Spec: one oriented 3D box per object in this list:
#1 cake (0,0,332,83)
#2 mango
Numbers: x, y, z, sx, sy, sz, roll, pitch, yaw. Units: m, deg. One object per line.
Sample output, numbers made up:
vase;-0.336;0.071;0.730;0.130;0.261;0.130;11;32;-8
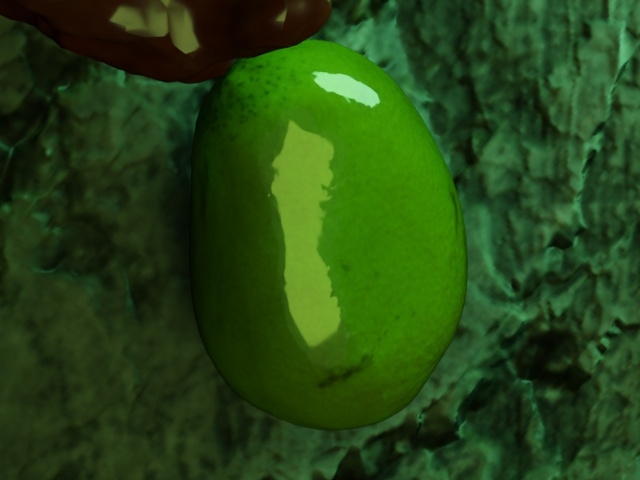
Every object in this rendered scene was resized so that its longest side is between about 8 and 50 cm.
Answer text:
cake;-0.112;-0.236;0.495;0.269;0.270;0.320;18;101;-33
mango;0.006;0.000;0.768;0.117;0.089;0.163;-9;115;-24
